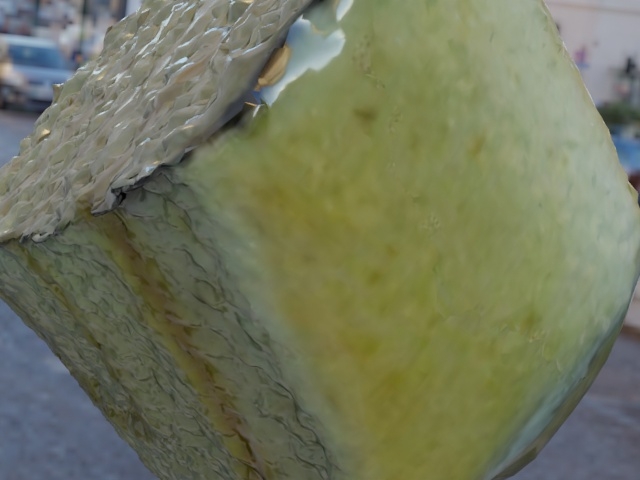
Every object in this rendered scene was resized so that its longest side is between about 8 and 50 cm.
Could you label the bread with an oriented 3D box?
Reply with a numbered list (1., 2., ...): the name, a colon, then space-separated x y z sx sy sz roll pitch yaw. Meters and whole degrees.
1. bread: 0.006 0.004 0.844 0.264 0.239 0.395 49 -14 -16
